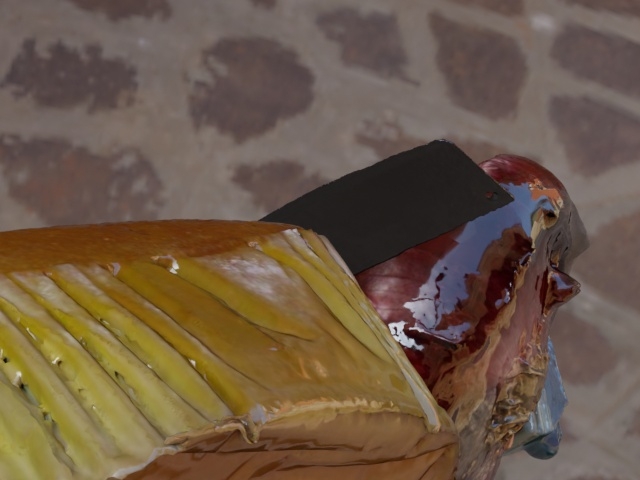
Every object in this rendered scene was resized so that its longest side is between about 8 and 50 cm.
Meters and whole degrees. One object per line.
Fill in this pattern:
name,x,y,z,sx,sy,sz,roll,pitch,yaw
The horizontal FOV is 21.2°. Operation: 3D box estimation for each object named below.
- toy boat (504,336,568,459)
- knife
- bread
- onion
toy boat,0.123,0.079,1.386,0.102,0.088,0.215,-5,70,-31
knife,0.000,0.000,1.018,0.072,0.245,0.019,39,43,-28
bread,-0.087,0.082,0.672,0.288,0.204,0.156,-5,46,-49
onion,0.069,0.061,1.186,0.195,0.272,0.272,18,41,18
